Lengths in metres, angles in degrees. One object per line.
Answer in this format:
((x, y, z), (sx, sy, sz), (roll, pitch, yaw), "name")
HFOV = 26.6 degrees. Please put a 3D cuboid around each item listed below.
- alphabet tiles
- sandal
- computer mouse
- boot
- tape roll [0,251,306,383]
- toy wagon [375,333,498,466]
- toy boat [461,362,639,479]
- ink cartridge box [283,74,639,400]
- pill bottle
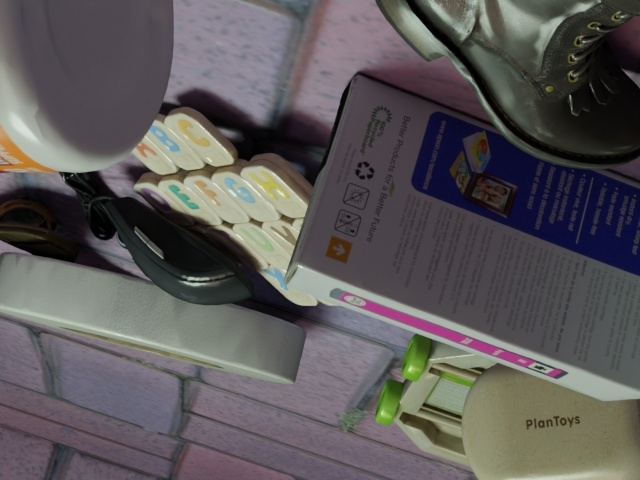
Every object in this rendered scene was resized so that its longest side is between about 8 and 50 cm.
((-0.073, -0.022, 1.320), (0.278, 0.021, 0.284), (45, 156, -24), "alphabet tiles")
((-0.352, -0.018, 1.630), (0.090, 0.060, 0.219), (29, 171, -28), "sandal")
((-0.179, 0.017, 1.459), (0.262, 0.060, 0.184), (33, 166, 19), "computer mouse")
((0.175, -0.142, 0.838), (0.263, 0.091, 0.229), (30, 157, -24), "boot")
((-0.209, 0.099, 1.660), (0.392, 0.072, 0.392), (14, 172, 2), "tape roll")
((0.223, 0.179, 1.583), (0.267, 0.068, 0.344), (19, 144, -3), "toy wagon")
((0.268, 0.195, 1.435), (0.231, 0.151, 0.151), (-12, 164, 33), "toy boat")
((0.169, 0.012, 1.105), (0.371, 0.175, 0.069), (20, 159, -4), "ink cartridge box")
((-0.323, -0.158, 0.957), (0.392, 0.224, 0.224), (1, 154, 23), "pill bottle")
